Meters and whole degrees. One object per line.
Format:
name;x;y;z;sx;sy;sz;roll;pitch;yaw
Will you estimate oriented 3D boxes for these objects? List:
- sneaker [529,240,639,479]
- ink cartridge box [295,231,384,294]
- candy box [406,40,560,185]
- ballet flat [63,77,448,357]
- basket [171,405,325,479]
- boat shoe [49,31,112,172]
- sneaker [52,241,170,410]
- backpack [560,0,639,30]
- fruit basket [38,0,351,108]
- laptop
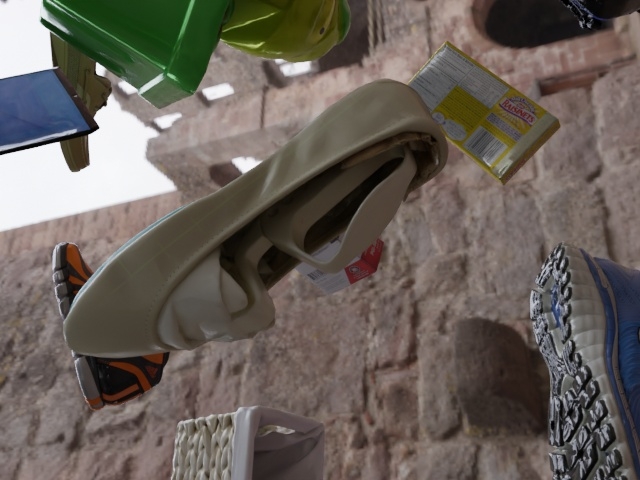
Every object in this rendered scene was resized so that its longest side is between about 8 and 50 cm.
sneaker;0.298;0.144;0.704;0.130;0.147;0.330;102;175;-52
ink cartridge box;0.000;0.000;0.987;0.135;0.099;0.056;39;-134;-22
candy box;0.201;-0.171;0.986;0.206;0.105;0.027;47;-176;32
ballet flat;-0.032;0.003;0.419;0.086;0.248;0.086;51;179;2
basket;-0.070;0.246;0.693;0.113;0.103;0.167;29;-123;-48
boat shoe;-0.422;-0.270;1.337;0.109;0.098;0.302;-133;42;-68
sneaker;-0.365;0.134;1.350;0.124;0.180;0.321;109;141;-65
backpack;0.281;-0.316;0.776;0.158;0.117;0.173;-24;-118;-37
fruit basket;-0.094;-0.319;0.857;0.283;0.392;0.392;13;120;67
laptop;-0.439;-0.209;0.916;0.264;0.136;0.234;42;-177;-43
